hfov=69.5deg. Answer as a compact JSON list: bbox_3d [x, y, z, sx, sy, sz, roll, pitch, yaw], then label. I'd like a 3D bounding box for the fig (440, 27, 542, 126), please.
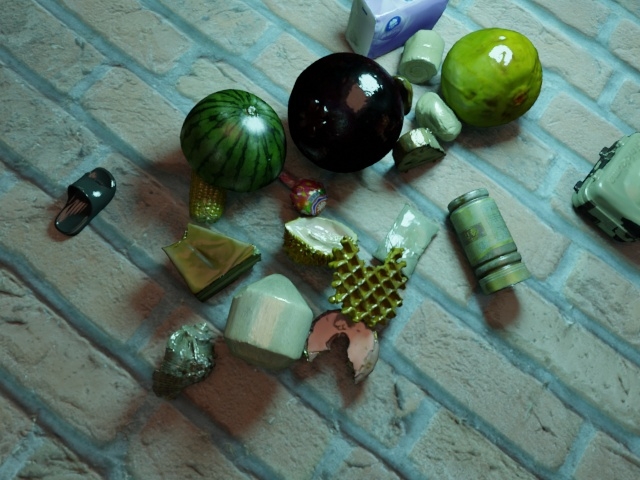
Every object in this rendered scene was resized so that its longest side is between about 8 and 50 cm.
[{"bbox_3d":[0.572,-0.564,1.596,0.342,0.343,0.344,2,73,-6],"label":"fig"}]

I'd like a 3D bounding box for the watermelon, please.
[{"bbox_3d":[-0.246,-0.317,1.384,0.330,0.189,0.331,5,70,-13],"label":"watermelon"}]

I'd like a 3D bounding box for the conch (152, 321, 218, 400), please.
[{"bbox_3d":[-0.385,0.343,1.294,0.162,0.178,0.246,28,88,42],"label":"conch"}]

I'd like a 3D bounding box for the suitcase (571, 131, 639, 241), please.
[{"bbox_3d":[1.100,-0.168,1.590,0.339,0.194,0.351,43,74,4],"label":"suitcase"}]

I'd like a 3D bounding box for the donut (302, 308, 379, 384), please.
[{"bbox_3d":[0.065,0.308,1.392,0.232,0.085,0.199,27,73,2],"label":"donut"}]

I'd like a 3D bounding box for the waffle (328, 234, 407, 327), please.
[{"bbox_3d":[0.141,0.126,1.376,0.292,0.069,0.260,15,77,-33],"label":"waffle"}]

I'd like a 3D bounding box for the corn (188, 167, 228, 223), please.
[{"bbox_3d":[-0.353,-0.221,1.484,0.130,0.131,0.345,2,76,-5],"label":"corn"}]

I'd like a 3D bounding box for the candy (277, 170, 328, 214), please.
[{"bbox_3d":[-0.130,-0.210,1.522,0.365,0.124,0.124,37,73,13],"label":"candy"}]

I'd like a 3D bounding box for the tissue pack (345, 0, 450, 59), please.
[{"bbox_3d":[0.280,-0.819,1.669,0.338,0.242,0.160,-28,80,-13],"label":"tissue pack"}]

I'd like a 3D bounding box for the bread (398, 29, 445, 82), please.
[{"bbox_3d":[0.367,-0.671,1.681,0.133,0.148,0.142,31,68,-37],"label":"bread"}]

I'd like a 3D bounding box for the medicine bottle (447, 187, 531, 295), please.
[{"bbox_3d":[0.540,0.002,1.499,0.151,0.151,0.323,-18,76,-11],"label":"medicine bottle"}]

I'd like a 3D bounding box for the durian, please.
[{"bbox_3d":[-0.001,0.012,1.454,0.249,0.183,0.138,7,109,-7],"label":"durian"}]

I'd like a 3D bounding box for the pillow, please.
[{"bbox_3d":[0.286,0.003,1.526,0.148,0.050,0.230,35,70,0],"label":"pillow"}]

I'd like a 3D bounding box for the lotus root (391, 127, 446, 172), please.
[{"bbox_3d":[0.324,-0.297,1.556,0.170,0.260,0.075,-29,76,19],"label":"lotus root"}]

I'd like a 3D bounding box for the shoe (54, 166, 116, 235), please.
[{"bbox_3d":[-0.736,-0.128,1.432,0.108,0.093,0.241,30,74,4],"label":"shoe"}]

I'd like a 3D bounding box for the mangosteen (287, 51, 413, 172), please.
[{"bbox_3d":[0.103,-0.411,1.491,0.435,0.382,0.382,-26,75,-47],"label":"mangosteen"}]

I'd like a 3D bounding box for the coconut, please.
[{"bbox_3d":[-0.146,0.225,1.317,0.237,0.237,0.266,16,79,-1],"label":"coconut"}]

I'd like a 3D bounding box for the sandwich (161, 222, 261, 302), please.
[{"bbox_3d":[-0.327,0.037,1.393,0.227,0.155,0.198,-34,80,-15],"label":"sandwich"}]

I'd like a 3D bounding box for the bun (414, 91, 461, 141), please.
[{"bbox_3d":[0.406,-0.425,1.617,0.111,0.164,0.188,-42,98,11],"label":"bun"}]
